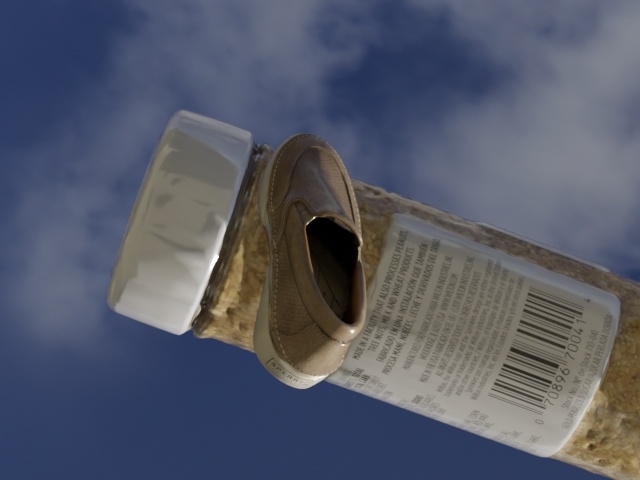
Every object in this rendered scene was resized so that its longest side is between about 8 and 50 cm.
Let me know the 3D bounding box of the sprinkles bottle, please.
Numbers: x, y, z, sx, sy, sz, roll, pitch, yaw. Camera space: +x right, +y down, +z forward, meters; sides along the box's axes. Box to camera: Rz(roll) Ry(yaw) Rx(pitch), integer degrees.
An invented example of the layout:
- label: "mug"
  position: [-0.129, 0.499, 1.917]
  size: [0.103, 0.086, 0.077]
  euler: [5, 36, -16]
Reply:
- label: "sprinkles bottle"
  position: [0.062, 0.040, 0.950]
  size: [0.355, 0.121, 0.121]
  euler: [20, -86, -6]

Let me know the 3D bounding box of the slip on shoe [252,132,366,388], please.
- label: "slip on shoe"
  position: [0.000, 0.000, 0.712]
  size: [0.041, 0.051, 0.135]
  euler: [-43, -154, 37]
